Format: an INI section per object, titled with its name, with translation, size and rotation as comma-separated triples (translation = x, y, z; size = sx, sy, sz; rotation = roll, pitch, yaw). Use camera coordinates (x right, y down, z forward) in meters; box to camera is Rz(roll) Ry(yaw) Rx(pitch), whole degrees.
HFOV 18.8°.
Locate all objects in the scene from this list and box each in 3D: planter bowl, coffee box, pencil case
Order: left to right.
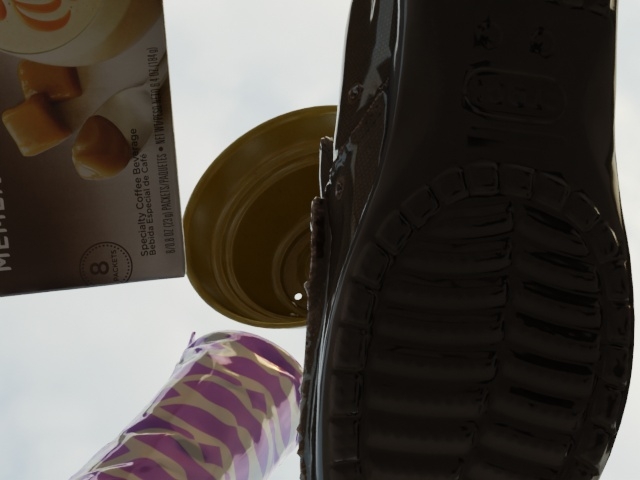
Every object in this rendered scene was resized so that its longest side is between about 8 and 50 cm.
[coffee box]
translation = -0.151, -0.102, 1.027
size = 0.141, 0.098, 0.246
rotation = -5, -74, -6
[pencil case]
translation = -0.082, 0.124, 1.001
size = 0.088, 0.086, 0.206
rotation = 18, -148, 21
[planter bowl]
translation = 0.000, 0.000, 1.604
size = 0.217, 0.090, 0.217
rotation = -11, -125, 16

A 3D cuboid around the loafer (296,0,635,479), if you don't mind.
[loafer]
translation = 0.062, -0.010, 0.865
size = 0.134, 0.130, 0.365
rotation = 14, -106, -14
